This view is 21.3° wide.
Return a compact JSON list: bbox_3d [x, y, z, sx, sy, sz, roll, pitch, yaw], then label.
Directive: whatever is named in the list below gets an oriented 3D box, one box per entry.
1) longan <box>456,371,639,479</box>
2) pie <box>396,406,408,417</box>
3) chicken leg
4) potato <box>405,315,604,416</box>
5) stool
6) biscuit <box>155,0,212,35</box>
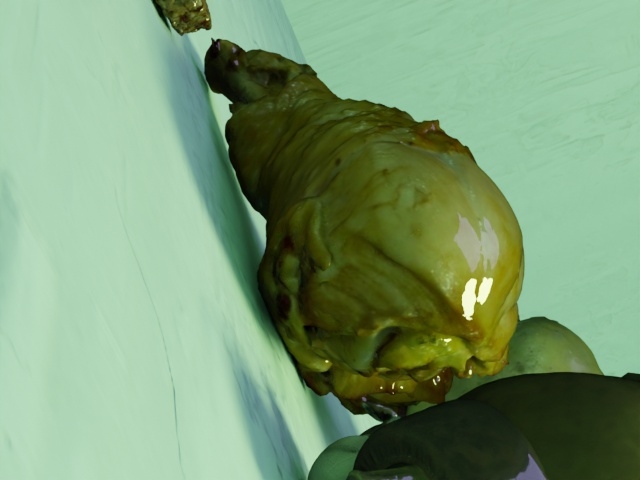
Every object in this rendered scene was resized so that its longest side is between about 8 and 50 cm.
[{"bbox_3d":[0.198,0.230,1.312,0.297,0.297,0.297,-22,90,-86],"label":"longan"},{"bbox_3d":[0.100,0.175,2.001,0.219,0.054,0.204,67,4,-47],"label":"pie"},{"bbox_3d":[0.011,-0.002,1.283,0.409,0.182,0.295,50,-20,45],"label":"chicken leg"},{"bbox_3d":[0.218,0.245,1.826,0.221,0.243,0.326,79,-11,-73],"label":"potato"},{"bbox_3d":[0.050,0.154,0.983,0.217,0.121,0.125,19,-61,58],"label":"stool"},{"bbox_3d":[-0.132,-0.252,1.290,0.064,0.034,0.199,52,16,-77],"label":"biscuit"}]
